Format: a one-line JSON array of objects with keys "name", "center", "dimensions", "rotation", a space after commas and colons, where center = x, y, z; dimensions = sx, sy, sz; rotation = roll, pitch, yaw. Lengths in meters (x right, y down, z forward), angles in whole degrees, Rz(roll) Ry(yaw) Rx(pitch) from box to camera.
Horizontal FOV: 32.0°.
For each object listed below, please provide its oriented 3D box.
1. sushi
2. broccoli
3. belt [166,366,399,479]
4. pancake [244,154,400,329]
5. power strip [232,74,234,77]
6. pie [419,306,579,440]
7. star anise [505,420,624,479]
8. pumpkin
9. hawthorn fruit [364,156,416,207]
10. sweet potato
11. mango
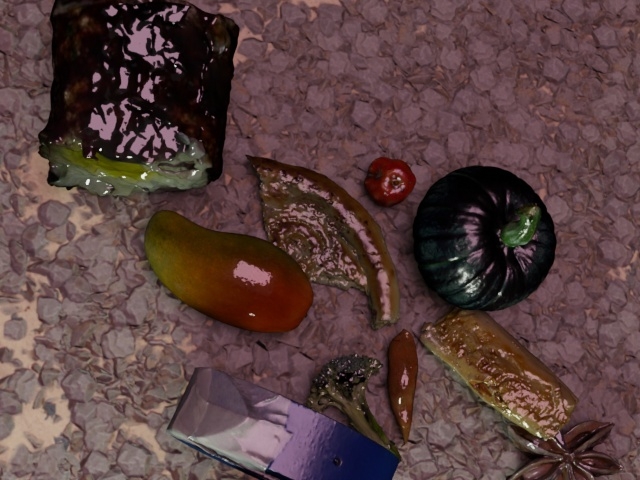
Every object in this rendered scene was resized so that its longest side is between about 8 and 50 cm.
[{"name": "sushi", "center": [-0.280, -0.226, 1.726], "dimensions": [0.300, 0.281, 0.294], "rotation": [3, 76, 3]}, {"name": "broccoli", "center": [0.065, 0.276, 1.791], "dimensions": [0.122, 0.118, 0.204], "rotation": [-41, 106, -48]}, {"name": "belt", "center": [-0.055, 0.313, 1.683], "dimensions": [0.347, 0.212, 0.117], "rotation": [26, 74, -6]}, {"name": "pancake", "center": [0.002, -0.002, 1.855], "dimensions": [0.376, 0.054, 0.197], "rotation": [43, 72, 0]}, {"name": "power strip", "center": [-0.197, -0.303, 1.891], "dimensions": [0.111, 0.029, 0.038], "rotation": [45, 71, -3]}, {"name": "pie", "center": [0.294, 0.212, 1.850], "dimensions": [0.282, 0.068, 0.128], "rotation": [42, 68, 15]}, {"name": "star anise", "center": [0.398, 0.380, 1.849], "dimensions": [0.212, 0.073, 0.196], "rotation": [15, 70, -7]}, {"name": "pumpkin", "center": [0.282, -0.008, 1.823], "dimensions": [0.248, 0.248, 0.248], "rotation": [3, 76, -13]}, {"name": "hawthorn fruit", "center": [0.119, -0.101, 1.887], "dimensions": [0.093, 0.093, 0.093], "rotation": [3, 76, -13]}, {"name": "sweet potato", "center": [0.134, 0.241, 1.831], "dimensions": [0.056, 0.056, 0.194], "rotation": [4, 81, -12]}, {"name": "mango", "center": [-0.151, 0.056, 1.769], "dimensions": [0.289, 0.129, 0.146], "rotation": [17, 100, 3]}]
